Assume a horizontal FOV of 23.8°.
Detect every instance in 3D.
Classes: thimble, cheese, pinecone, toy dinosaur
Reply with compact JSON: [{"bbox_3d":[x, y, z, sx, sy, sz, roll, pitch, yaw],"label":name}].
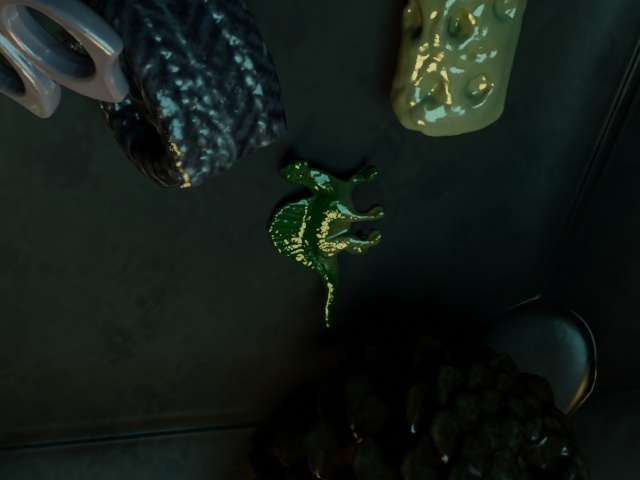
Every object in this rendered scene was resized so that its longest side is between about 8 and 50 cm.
[{"bbox_3d":[-0.066,-0.079,0.675,0.066,0.095,0.104,-31,99,-20],"label":"thimble"},{"bbox_3d":[0.075,-0.139,0.744,0.065,0.043,0.194,-9,129,-27],"label":"cheese"},{"bbox_3d":[0.055,0.155,0.876,0.184,0.179,0.204,16,142,-28],"label":"pinecone"},{"bbox_3d":[0.000,-0.001,0.826,0.060,0.029,0.119,-2,132,-11],"label":"toy dinosaur"}]

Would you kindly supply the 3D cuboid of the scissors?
[{"bbox_3d":[-0.163,-0.123,0.597,0.212,0.110,0.021,45,60,-32],"label":"scissors"}]
